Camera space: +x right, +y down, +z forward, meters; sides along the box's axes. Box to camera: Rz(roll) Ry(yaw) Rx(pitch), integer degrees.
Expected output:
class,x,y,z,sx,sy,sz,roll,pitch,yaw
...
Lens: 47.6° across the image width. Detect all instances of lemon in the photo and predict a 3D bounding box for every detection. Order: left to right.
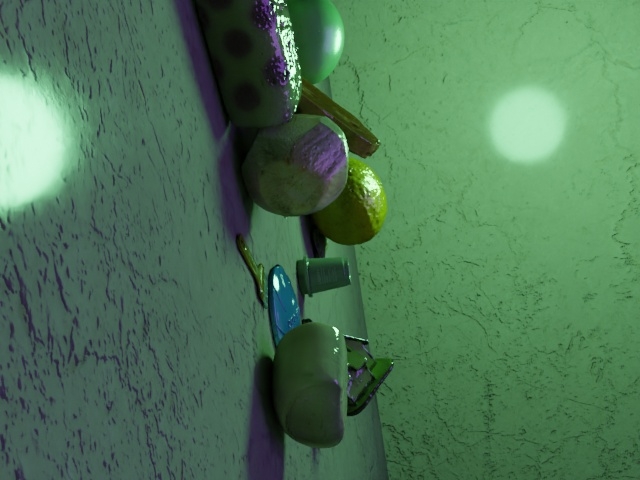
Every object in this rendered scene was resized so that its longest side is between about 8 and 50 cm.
class,x,y,z,sx,sy,sz,roll,pitch,yaw
lemon,0.086,-0.122,2.352,0.322,0.268,0.268,64,17,-45

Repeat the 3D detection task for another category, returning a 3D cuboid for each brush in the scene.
class,x,y,z,sx,sy,sz,roll,pitch,yaw
brush,-0.133,0.053,1.454,0.218,0.010,0.082,72,12,-53

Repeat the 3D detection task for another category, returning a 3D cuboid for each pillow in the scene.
class,x,y,z,sx,sy,sz,roll,pitch,yaw
pillow,0.001,0.000,2.449,0.217,0.033,0.130,-78,152,-68

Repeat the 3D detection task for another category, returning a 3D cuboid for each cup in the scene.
class,x,y,z,sx,sy,sz,roll,pitch,yaw
cup,0.012,0.092,2.027,0.120,0.141,0.120,-10,90,-84

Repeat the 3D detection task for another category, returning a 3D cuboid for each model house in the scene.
class,x,y,z,sx,sy,sz,roll,pitch,yaw
model house,0.019,0.310,1.972,0.278,0.218,0.205,48,60,-12

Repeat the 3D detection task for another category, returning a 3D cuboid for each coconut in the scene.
class,x,y,z,sx,sy,sz,roll,pitch,yaw
coconut,-0.051,-0.163,1.532,0.237,0.237,0.197,-86,167,-59

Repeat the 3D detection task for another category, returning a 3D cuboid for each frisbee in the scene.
class,x,y,z,sx,sy,sz,roll,pitch,yaw
frisbee,-0.072,0.173,1.669,0.242,0.045,0.242,-9,90,-81

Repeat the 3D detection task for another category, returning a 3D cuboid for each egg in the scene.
class,x,y,z,sx,sy,sz,roll,pitch,yaw
egg,-0.044,-0.563,2.027,0.220,0.220,0.269,68,25,-62

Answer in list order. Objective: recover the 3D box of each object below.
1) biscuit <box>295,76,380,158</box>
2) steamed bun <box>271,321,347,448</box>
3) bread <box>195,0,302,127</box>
class,x,y,z,sx,sy,sz,roll,pitch,yaw
biscuit,-0.017,-0.320,1.754,0.365,0.062,0.385,34,14,-9
steamed bun,-0.022,0.298,1.472,0.250,0.155,0.200,83,7,-45
bread,-0.134,-0.399,1.402,0.187,0.155,0.338,-78,159,-58
